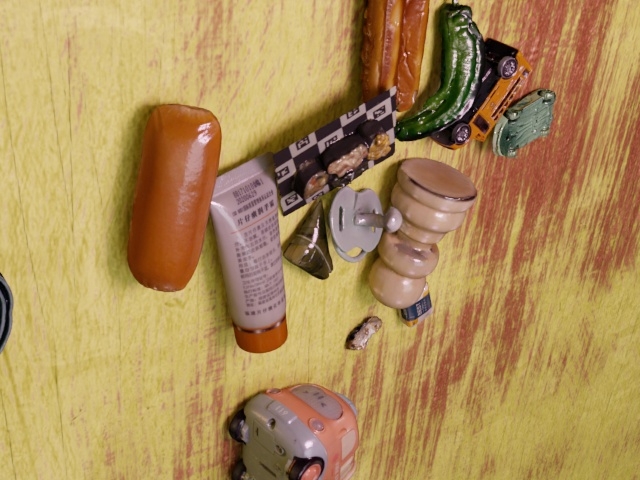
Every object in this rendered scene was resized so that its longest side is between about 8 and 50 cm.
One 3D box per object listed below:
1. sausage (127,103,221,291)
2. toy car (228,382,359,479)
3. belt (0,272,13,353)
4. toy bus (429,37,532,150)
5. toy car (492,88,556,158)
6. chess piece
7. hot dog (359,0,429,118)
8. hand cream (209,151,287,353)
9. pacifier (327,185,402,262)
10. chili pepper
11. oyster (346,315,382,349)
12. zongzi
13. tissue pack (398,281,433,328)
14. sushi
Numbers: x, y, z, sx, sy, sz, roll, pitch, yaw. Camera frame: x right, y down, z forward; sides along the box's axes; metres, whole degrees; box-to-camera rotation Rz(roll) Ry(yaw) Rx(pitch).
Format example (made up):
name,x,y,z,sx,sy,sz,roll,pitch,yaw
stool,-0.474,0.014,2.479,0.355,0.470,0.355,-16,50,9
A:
name,x,y,z,sx,sy,sz,roll,pitch,yaw
sausage,-0.200,-0.055,1.270,0.105,0.105,0.274,-6,121,-37
toy car,-0.027,0.372,1.661,0.212,0.180,0.270,-29,135,-35
belt,-0.500,0.118,1.132,0.267,0.116,0.206,-52,141,-2
toy bus,0.261,-0.232,1.542,0.088,0.083,0.194,31,97,-45
toy car,0.355,-0.213,1.651,0.186,0.058,0.093,-31,134,-36
chess piece,0.157,0.001,1.588,0.143,0.143,0.261,-3,125,-38
hot dog,0.112,-0.307,1.375,0.115,0.072,0.269,-15,128,-29
hand cream,-0.107,0.028,1.414,0.139,0.089,0.314,-30,131,-40
pacifier,0.077,-0.026,1.498,0.150,0.116,0.127,13,83,-55
chili pepper,0.199,-0.284,1.472,0.122,0.065,0.279,5,110,-19
oyster,0.078,0.170,1.714,0.083,0.019,0.054,-48,138,-5
zongzi,0.000,0.000,1.519,0.104,0.052,0.113,35,81,-55
tissue pack,0.175,0.115,1.738,0.062,0.042,0.083,-33,135,-21
sushi,0.040,-0.112,1.404,0.215,0.050,0.192,-30,155,-12
